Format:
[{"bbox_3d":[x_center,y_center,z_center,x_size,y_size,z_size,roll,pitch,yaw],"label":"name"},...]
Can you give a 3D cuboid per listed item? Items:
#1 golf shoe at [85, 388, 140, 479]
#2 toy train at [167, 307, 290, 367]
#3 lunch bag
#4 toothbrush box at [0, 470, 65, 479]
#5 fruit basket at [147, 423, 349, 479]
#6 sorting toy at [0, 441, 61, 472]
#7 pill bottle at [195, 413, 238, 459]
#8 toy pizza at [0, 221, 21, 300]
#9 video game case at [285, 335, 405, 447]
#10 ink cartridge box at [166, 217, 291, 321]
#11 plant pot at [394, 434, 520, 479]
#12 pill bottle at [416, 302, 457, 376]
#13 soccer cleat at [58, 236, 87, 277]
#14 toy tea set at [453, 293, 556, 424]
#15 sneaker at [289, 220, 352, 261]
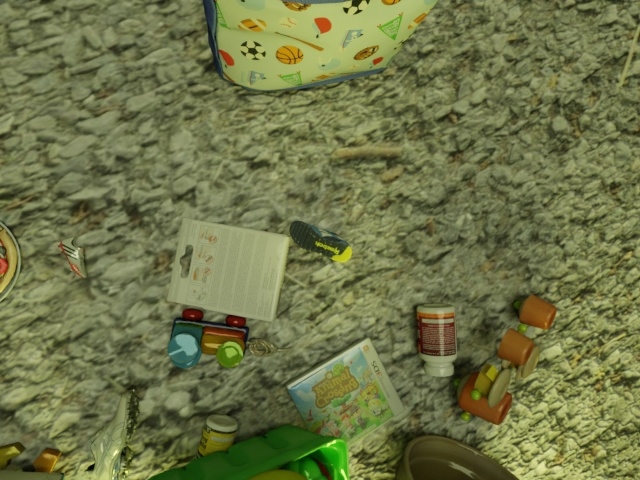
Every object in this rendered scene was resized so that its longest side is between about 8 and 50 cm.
[{"bbox_3d":[-0.399,0.372,0.770,0.086,0.069,0.176,10,85,-7],"label":"golf shoe"},{"bbox_3d":[-0.167,0.206,0.786,0.248,0.143,0.105,11,86,-12],"label":"toy train"},{"bbox_3d":[-0.022,-0.440,0.744,0.386,0.328,0.238,-20,88,-11],"label":"lunch bag"},{"bbox_3d":[-0.526,0.559,0.625,0.126,0.216,0.295,14,88,-19],"label":"toothbrush box"},{"bbox_3d":[-0.087,0.474,0.640,0.392,0.392,0.282,-5,97,-13],"label":"fruit basket"},{"bbox_3d":[-0.619,0.514,0.725,0.229,0.041,0.307,25,83,-11],"label":"sorting toy"},{"bbox_3d":[-0.211,0.417,0.810,0.065,0.065,0.116,15,85,-12],"label":"pill bottle"},{"bbox_3d":[-0.662,0.040,0.734,0.202,0.032,0.201,0,88,-13],"label":"toy pizza"},{"bbox_3d":[0.058,0.347,0.895,0.213,0.023,0.193,-27,94,-12],"label":"video game case"},{"bbox_3d":[-0.187,0.059,0.845,0.225,0.056,0.180,10,86,6],"label":"ink cartridge box"},{"bbox_3d":[0.264,0.620,0.815,0.323,0.323,0.280,20,101,-12],"label":"plant pot"},{"bbox_3d":[0.263,0.222,0.914,0.086,0.086,0.151,-2,88,-13],"label":"pill bottle"},{"bbox_3d":[-0.469,0.032,0.781,0.036,0.029,0.083,-30,91,-8],"label":"soccer cleat"},{"bbox_3d":[0.415,0.262,0.939,0.336,0.124,0.200,-38,132,-29],"label":"toy tea set"},{"bbox_3d":[0.000,0.000,0.879,0.144,0.059,0.053,27,108,-1],"label":"sneaker"}]
